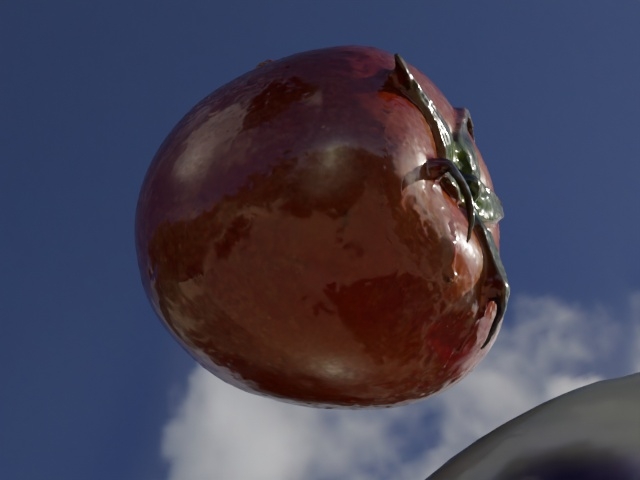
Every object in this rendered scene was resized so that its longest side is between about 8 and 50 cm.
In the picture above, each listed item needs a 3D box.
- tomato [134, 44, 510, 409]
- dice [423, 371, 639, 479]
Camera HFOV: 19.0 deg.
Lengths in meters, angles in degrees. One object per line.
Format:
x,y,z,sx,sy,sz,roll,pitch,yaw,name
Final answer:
0.000,0.000,0.801,0.167,0.167,0.167,-4,-59,-6,tomato
0.145,0.198,0.608,0.251,0.259,0.243,-6,-51,9,dice
